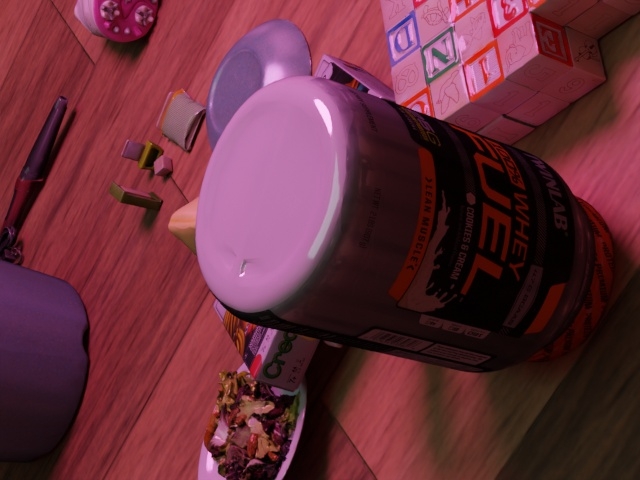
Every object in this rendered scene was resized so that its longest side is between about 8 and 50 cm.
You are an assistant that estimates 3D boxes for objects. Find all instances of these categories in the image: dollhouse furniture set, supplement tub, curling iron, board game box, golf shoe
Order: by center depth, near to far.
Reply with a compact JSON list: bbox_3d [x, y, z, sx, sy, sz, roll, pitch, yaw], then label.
[{"bbox_3d":[0.076,-0.002,1.129,0.193,0.316,0.193,-20,63,47],"label":"supplement tub"},{"bbox_3d":[-0.010,-0.023,1.432,0.305,0.053,0.193,-66,23,11],"label":"board game box"},{"bbox_3d":[-0.206,-0.117,1.747,0.076,0.059,0.151,37,108,51],"label":"dollhouse furniture set"},{"bbox_3d":[-0.266,-0.418,1.892,0.140,0.115,0.306,12,86,56],"label":"golf shoe"},{"bbox_3d":[-0.411,-0.080,2.019,0.068,0.035,0.274,40,110,46],"label":"curling iron"}]

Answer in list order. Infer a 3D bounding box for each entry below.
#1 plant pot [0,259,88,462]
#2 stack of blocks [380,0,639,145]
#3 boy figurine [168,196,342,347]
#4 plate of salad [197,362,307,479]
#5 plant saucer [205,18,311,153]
[{"bbox_3d":[-0.501,0.141,1.808,0.341,0.334,0.341,-23,59,46],"label":"plant pot"},{"bbox_3d":[0.191,-0.211,1.245,0.297,0.087,0.171,-34,53,41],"label":"stack of blocks"},{"bbox_3d":[0.000,0.000,1.255,0.092,0.285,0.177,-2,73,52],"label":"boy figurine"},{"bbox_3d":[-0.080,0.197,1.460,0.200,0.048,0.200,-40,36,38],"label":"plate of salad"},{"bbox_3d":[-0.085,-0.167,1.628,0.195,0.037,0.195,-23,59,47],"label":"plant saucer"}]
